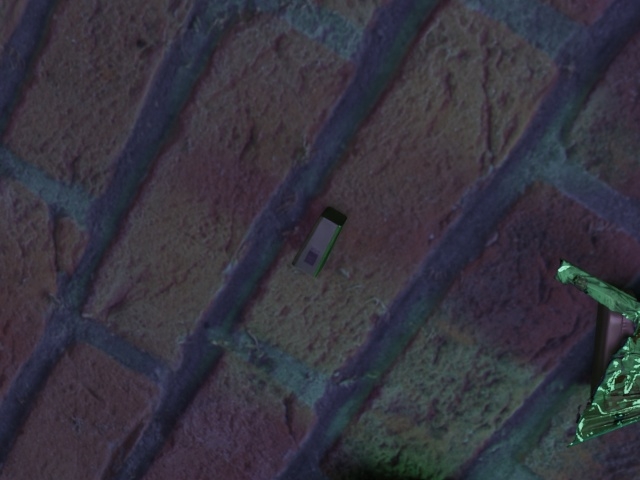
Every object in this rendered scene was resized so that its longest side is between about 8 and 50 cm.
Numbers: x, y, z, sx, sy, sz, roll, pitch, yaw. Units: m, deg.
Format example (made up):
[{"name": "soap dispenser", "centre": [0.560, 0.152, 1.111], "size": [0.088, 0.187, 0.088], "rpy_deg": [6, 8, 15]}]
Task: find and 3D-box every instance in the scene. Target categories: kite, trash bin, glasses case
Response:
[{"name": "kite", "centre": [0.459, 0.118, 1.166], "size": [0.368, 0.014, 0.406], "rpy_deg": [27, 92, -18]}, {"name": "trash bin", "centre": [0.000, 0.000, 1.295], "size": [0.043, 0.061, 0.092], "rpy_deg": [29, 111, 4]}, {"name": "glasses case", "centre": [0.418, 0.164, 1.227], "size": [0.050, 0.083, 0.196], "rpy_deg": [3, 111, 12]}]

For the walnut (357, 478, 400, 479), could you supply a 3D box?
[{"name": "walnut", "centre": [0.102, 0.558, 1.329], "size": [0.383, 0.383, 0.383], "rpy_deg": [5, 110, 13]}]
